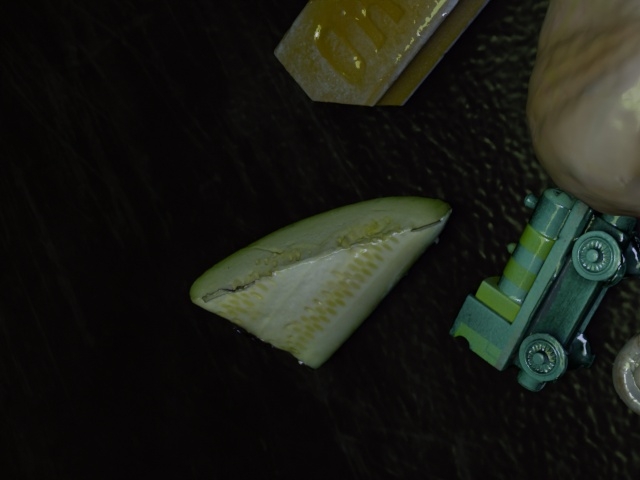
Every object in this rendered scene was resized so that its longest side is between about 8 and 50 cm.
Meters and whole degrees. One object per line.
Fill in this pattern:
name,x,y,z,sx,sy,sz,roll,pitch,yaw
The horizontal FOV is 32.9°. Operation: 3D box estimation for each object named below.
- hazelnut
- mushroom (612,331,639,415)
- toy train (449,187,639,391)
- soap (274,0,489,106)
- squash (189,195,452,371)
hazelnut,0.282,-0.134,0.860,0.261,0.241,0.261,-1,77,2
mushroom,0.304,0.121,0.978,0.084,0.067,0.083,-3,85,37
toy train,0.217,0.041,1.024,0.132,0.083,0.200,36,111,30
soap,0.069,-0.234,1.107,0.232,0.073,0.140,-50,63,27
squash,0.000,0.000,1.148,0.169,0.093,0.252,30,118,-19
